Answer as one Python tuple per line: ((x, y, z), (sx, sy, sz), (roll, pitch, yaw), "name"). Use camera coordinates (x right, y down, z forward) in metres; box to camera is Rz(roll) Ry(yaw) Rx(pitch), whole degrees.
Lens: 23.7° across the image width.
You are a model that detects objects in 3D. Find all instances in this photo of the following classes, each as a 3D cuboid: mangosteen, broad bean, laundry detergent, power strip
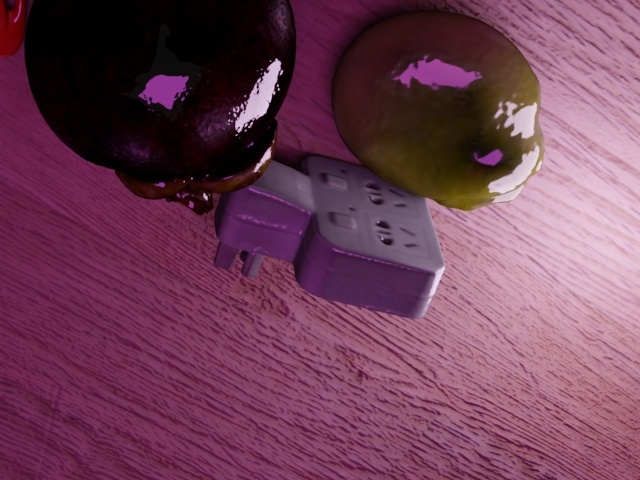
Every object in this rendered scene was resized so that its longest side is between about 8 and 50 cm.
((-0.168, -0.183, 1.688), (0.306, 0.307, 0.347), (-14, 133, 0), "mangosteen")
((0.151, -0.156, 1.847), (0.291, 0.119, 0.238), (33, 119, -20), "broad bean")
((-0.385, -0.291, 1.738), (0.097, 0.049, 0.165), (-2, 118, -15), "laundry detergent")
((0.000, 0.000, 1.847), (0.261, 0.229, 0.141), (14, 117, -14), "power strip")
